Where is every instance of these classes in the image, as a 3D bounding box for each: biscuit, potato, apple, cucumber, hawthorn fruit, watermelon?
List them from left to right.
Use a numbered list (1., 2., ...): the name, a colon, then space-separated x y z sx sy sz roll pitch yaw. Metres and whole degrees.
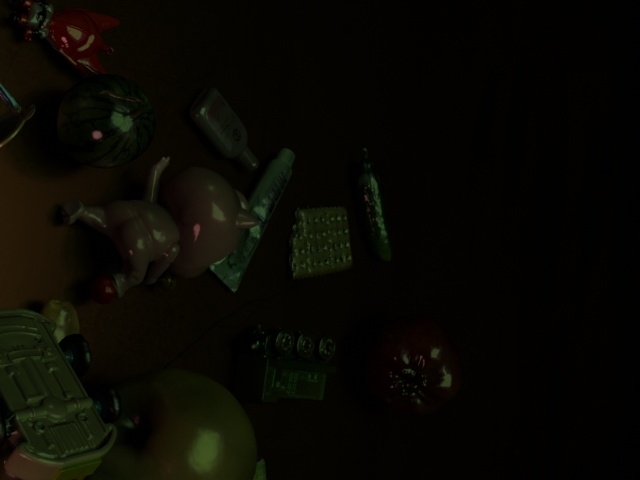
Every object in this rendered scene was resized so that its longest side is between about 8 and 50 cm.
1. potato: -0.374 0.125 1.307 0.068 0.062 0.083 -24 131 -79
2. watermelon: -0.303 -0.174 1.336 0.140 0.187 0.141 2 87 -42
3. apple: -0.224 0.315 1.332 0.262 0.262 0.262 10 78 -50
4. biscuit: -0.001 0.000 1.827 0.203 0.016 0.144 -5 89 -52
5. cucumber: 0.108 -0.071 1.945 0.056 0.056 0.250 -24 105 -50
6. hawthorn fruit: 0.194 0.238 1.908 0.248 0.208 0.208 -71 141 -63

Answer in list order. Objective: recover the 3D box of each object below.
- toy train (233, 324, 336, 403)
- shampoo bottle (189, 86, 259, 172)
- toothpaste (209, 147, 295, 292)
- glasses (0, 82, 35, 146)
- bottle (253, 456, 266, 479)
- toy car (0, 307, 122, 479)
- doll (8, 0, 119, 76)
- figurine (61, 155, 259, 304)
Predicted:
1. toy train: -0.058 0.228 1.671 0.225 0.090 0.137 15 80 -50
2. shampoo bottle: -0.165 -0.189 1.628 0.165 0.040 0.080 53 46 -32
3. toothpaste: -0.116 -0.047 1.669 0.075 0.048 0.297 48 53 -35
4. glasses: -0.513 -0.179 1.197 0.220 0.088 0.190 45 50 -12
5. bottle: -0.124 0.534 1.537 0.093 0.093 0.330 -3 88 -51
6. toy car: -0.397 0.231 1.174 0.204 0.198 0.248 -1 48 -54
7. doll: -0.377 -0.311 1.366 0.169 0.057 0.109 22 70 -49
8. figurine: -0.250 -0.014 1.439 0.287 0.176 0.186 -23 146 -35
